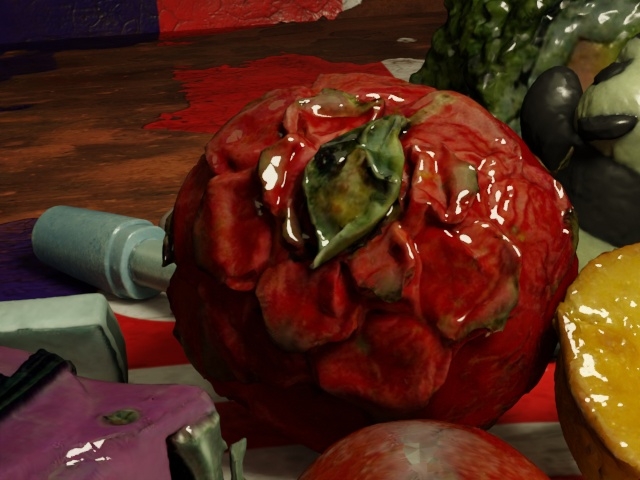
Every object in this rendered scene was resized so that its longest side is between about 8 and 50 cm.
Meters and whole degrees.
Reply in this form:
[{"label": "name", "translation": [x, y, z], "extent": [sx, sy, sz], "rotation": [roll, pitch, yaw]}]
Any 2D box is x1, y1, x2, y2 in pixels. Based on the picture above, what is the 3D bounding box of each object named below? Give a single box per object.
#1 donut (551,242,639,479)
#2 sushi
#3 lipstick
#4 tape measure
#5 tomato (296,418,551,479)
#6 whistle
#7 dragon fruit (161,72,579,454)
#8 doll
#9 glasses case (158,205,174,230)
[{"label": "donut", "translation": [0.208, 0.089, 0.624], "extent": [0.174, 0.074, 0.190], "rotation": [-16, 51, -25]}, {"label": "sushi", "translation": [0.268, -0.149, 1.062], "extent": [0.352, 0.294, 0.178], "rotation": [-6, 22, -17]}, {"label": "lipstick", "translation": [-0.146, 0.019, 0.981], "extent": [0.061, 0.068, 0.274], "rotation": [-13, 19, -43]}, {"label": "tape measure", "translation": [-0.189, 0.126, 0.542], "extent": [0.232, 0.149, 0.245], "rotation": [9, 21, 32]}, {"label": "tomato", "translation": [0.037, 0.138, 0.542], "extent": [0.189, 0.099, 0.173], "rotation": [-13, 22, -21]}, {"label": "whistle", "translation": [-0.275, 0.044, 0.805], "extent": [0.290, 0.163, 0.163], "rotation": [-3, 18, -1]}, {"label": "dragon fruit", "translation": [0.024, 0.011, 0.715], "extent": [0.244, 0.244, 0.299], "rotation": [-13, 2, -27]}, {"label": "doll", "translation": [0.205, -0.033, 0.837], "extent": [0.144, 0.234, 0.135], "rotation": [18, 24, -15]}, {"label": "glasses case", "translation": [0.000, 0.000, 0.999], "extent": [0.314, 0.075, 0.122], "rotation": [9, 25, 32]}]
